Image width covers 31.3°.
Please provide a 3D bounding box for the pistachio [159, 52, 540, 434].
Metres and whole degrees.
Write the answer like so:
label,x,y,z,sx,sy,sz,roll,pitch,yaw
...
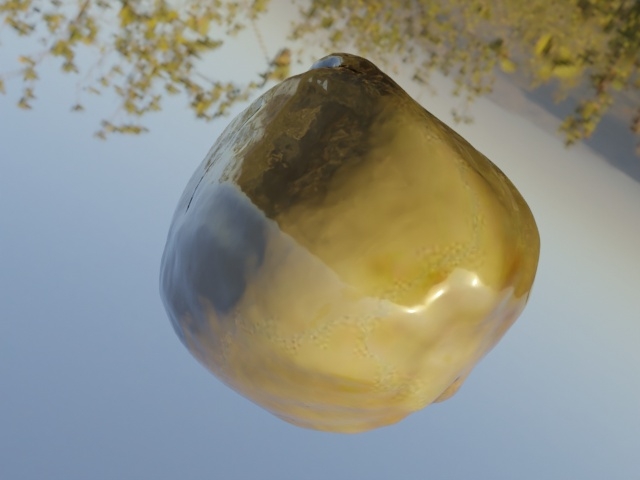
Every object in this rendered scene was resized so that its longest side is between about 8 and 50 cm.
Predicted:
label,x,y,z,sx,sy,sz,roll,pitch,yaw
pistachio,0.000,0.000,0.618,0.166,0.197,0.288,-14,-167,-26
